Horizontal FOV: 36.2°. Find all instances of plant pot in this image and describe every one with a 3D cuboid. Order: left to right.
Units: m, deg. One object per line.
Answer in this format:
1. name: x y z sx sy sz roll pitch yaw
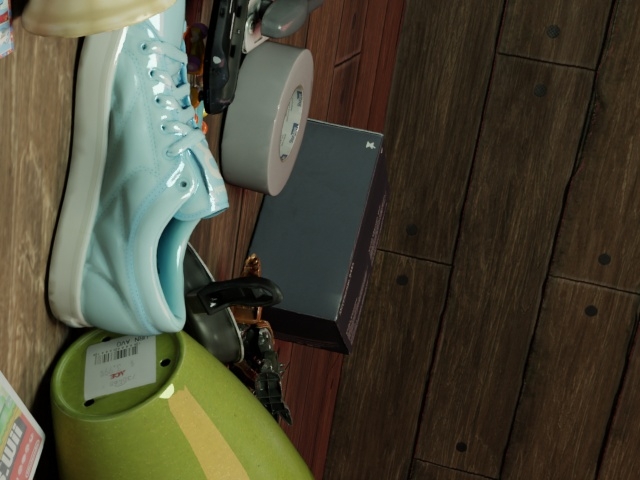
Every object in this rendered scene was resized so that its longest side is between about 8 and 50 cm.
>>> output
1. plant pot: -0.164 0.225 1.026 0.275 0.275 0.293 -68 151 -43

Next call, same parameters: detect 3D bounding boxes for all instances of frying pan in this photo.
1. frying pan: -0.116 0.078 1.033 0.053 0.326 0.197 -32 124 -20

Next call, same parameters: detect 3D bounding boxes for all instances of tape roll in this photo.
1. tape roll: -0.075 -0.178 1.427 0.219 0.072 0.219 14 90 -81

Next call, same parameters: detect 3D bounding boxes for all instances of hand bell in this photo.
1. hand bell: -0.185 -0.281 0.697 0.126 0.126 0.242 -65 152 -52

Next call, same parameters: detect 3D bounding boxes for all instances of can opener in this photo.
1. can opener: -0.036 -0.333 1.404 0.283 0.095 0.076 -50 152 -56

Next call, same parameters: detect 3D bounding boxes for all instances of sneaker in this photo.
1. sneaker: -0.148 -0.085 0.931 0.135 0.150 0.366 -37 138 -76

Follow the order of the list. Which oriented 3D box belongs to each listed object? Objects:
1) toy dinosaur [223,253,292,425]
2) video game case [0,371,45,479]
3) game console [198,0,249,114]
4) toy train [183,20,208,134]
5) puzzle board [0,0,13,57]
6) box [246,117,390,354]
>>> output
1. toy dinosaur: -0.132 0.175 1.488 0.218 0.164 0.322 -90 167 -62
2. video game case: -0.286 0.200 0.763 0.285 0.025 0.204 92 8 -60
3. game console: -0.099 -0.317 1.078 0.213 0.044 0.361 81 13 -63
4. toy train: -0.156 -0.172 1.065 0.125 0.046 0.166 -75 169 -55
5. puzzle board: -0.249 -0.159 0.679 0.128 0.011 0.096 -62 162 -58
6. box: 0.000 0.000 1.778 0.312 0.179 0.343 74 30 -72
